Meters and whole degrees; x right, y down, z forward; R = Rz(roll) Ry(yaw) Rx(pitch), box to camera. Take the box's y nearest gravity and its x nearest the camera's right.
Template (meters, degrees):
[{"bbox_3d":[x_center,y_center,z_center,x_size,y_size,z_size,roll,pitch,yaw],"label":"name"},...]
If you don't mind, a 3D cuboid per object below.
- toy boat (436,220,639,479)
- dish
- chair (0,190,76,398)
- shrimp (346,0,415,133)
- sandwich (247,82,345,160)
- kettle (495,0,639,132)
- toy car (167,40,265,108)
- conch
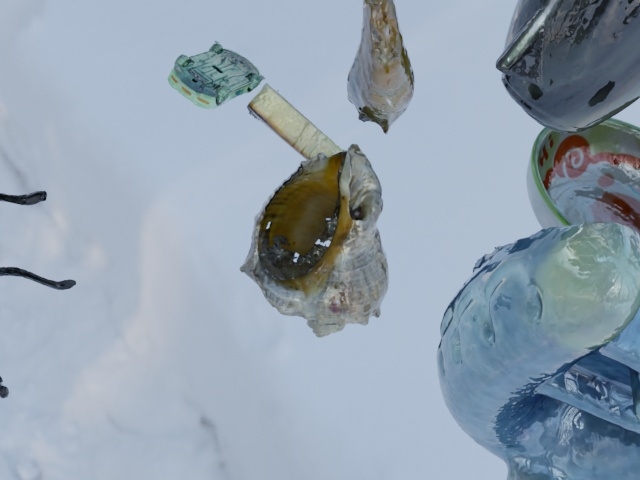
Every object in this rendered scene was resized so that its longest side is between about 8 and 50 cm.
[{"bbox_3d":[0.175,0.103,0.726,0.215,0.330,0.123,21,72,-6],"label":"toy boat"},{"bbox_3d":[0.459,-0.044,1.821,0.324,0.124,0.324,11,47,-12],"label":"dish"},{"bbox_3d":[-0.359,0.041,1.047,0.213,0.174,0.149,6,48,12],"label":"chair"},{"bbox_3d":[0.047,-0.183,0.997,0.058,0.173,0.253,-5,0,1],"label":"shrimp"},{"bbox_3d":[-0.025,-0.158,1.773,0.162,0.058,0.193,42,3,7],"label":"sandwich"},{"bbox_3d":[0.379,-0.278,1.443,0.321,0.324,0.228,-1,44,-45],"label":"kettle"},{"bbox_3d":[-0.146,-0.226,1.632,0.093,0.058,0.186,36,27,7],"label":"toy car"},{"bbox_3d":[0.000,0.000,1.378,0.178,0.245,0.163,-6,25,-42],"label":"conch"}]
